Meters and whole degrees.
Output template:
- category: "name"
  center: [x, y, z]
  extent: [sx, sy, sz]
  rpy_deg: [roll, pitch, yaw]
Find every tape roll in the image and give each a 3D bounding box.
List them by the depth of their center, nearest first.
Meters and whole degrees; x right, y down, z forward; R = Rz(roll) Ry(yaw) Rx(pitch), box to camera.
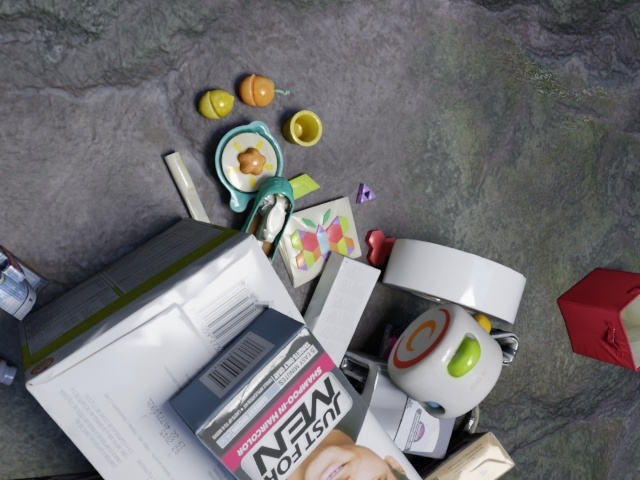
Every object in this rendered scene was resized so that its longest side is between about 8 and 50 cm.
- category: "tape roll"
  center: [0.277, 0.087, 1.226]
  extent: [0.286, 0.286, 0.100]
  rpy_deg: [21, 84, -28]

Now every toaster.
- category: "toaster"
  center: [0.094, 0.325, 1.202]
  extent: [0.110, 0.186, 0.168]
  rpy_deg: [19, 86, -35]

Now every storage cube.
- category: "storage cube"
  center: [0.789, 0.203, 1.560]
  extent: [0.215, 0.193, 0.183]
  rpy_deg: [-31, 108, -22]

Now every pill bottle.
- category: "pill bottle"
  center: [-0.536, 0.206, 0.933]
  extent: [0.083, 0.043, 0.043]
  rpy_deg: [25, 82, -28]

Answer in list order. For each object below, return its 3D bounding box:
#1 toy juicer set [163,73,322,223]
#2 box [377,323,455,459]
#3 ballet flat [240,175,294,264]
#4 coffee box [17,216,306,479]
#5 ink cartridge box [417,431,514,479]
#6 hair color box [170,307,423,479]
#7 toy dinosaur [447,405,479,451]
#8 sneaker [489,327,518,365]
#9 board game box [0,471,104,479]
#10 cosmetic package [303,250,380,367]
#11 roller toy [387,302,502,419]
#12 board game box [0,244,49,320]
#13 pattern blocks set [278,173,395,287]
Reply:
- category: "toy juicer set"
  center: [-0.159, -0.171, 1.079]
  extent: [0.329, 0.089, 0.209]
  rpy_deg: [-49, 114, -16]
- category: "box"
  center: [0.208, 0.331, 1.287]
  extent: [0.163, 0.142, 0.247]
  rpy_deg: [20, 84, -28]
- category: "ballet flat"
  center: [-0.113, 0.001, 1.080]
  extent: [0.083, 0.087, 0.247]
  rpy_deg: [17, 106, -15]
- category: "coffee box"
  center: [-0.224, 0.198, 0.933]
  extent: [0.338, 0.334, 0.337]
  rpy_deg: [-36, 112, -21]
- category: "ink cartridge box"
  center: [0.292, 0.525, 1.291]
  extent: [0.235, 0.193, 0.088]
  rpy_deg: [-33, 73, -8]
- category: "hair color box"
  center: [-0.011, 0.296, 0.807]
  extent: [0.185, 0.114, 0.374]
  rpy_deg: [-43, 116, -19]
- category: "toy dinosaur"
  center: [0.361, 0.513, 1.433]
  extent: [0.118, 0.064, 0.268]
  rpy_deg: [34, 75, -19]
- category: "sneaker"
  center: [0.426, 0.261, 1.389]
  extent: [0.226, 0.163, 0.086]
  rpy_deg: [24, 81, -29]
- category: "board game box"
  center: [-0.354, 0.438, 0.957]
  extent: [0.347, 0.208, 0.056]
  rpy_deg: [6, 94, -29]
- category: "cosmetic package"
  center: [0.026, 0.149, 1.201]
  extent: [0.099, 0.060, 0.239]
  rpy_deg: [22, 93, -33]
- category: "roller toy"
  center: [0.238, 0.229, 1.105]
  extent: [0.146, 0.209, 0.191]
  rpy_deg: [43, 115, -11]
- category: "board game box"
  center: [-0.494, 0.043, 0.884]
  extent: [0.060, 0.194, 0.194]
  rpy_deg: [-52, 129, -14]
- category: "pattern blocks set"
  center: [0.000, 0.000, 1.214]
  extent: [0.325, 0.026, 0.285]
  rpy_deg: [-35, 109, -21]
